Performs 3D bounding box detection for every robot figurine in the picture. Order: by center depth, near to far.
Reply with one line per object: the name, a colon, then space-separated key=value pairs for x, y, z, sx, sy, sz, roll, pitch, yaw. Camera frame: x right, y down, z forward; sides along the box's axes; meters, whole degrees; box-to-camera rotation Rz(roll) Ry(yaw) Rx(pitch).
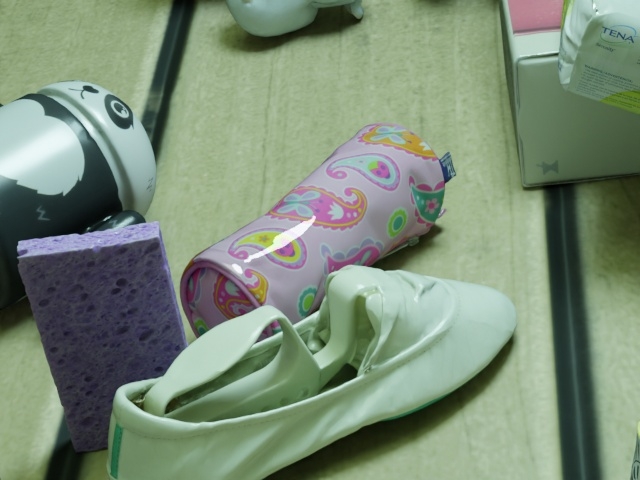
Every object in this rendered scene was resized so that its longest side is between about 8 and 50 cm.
robot figurine: x=-0.287 y=-0.044 z=1.889 sx=0.278 sy=0.209 sz=0.173 roll=-33 pitch=3 yaw=-31

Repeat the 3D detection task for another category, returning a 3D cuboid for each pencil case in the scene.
pencil case: x=0.000 y=0.000 z=1.805 sx=0.124 sy=0.124 sz=0.284 roll=18 pitch=41 yaw=36

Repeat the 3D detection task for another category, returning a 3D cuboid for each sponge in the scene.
sponge: x=-0.170 y=0.082 z=1.633 sx=0.117 sy=0.210 sz=0.031 roll=-10 pitch=34 yaw=1

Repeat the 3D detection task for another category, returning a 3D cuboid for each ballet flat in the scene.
ballet flat: x=0.000 y=0.099 z=1.636 sx=0.400 sy=0.139 sz=0.139 roll=-26 pitch=36 yaw=-24

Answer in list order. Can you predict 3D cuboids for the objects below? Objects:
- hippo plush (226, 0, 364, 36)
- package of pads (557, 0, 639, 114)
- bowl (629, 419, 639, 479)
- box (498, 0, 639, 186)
hippo plush: x=-0.029 y=-0.346 z=2.318 sx=0.294 sy=0.234 sz=0.236 roll=-28 pitch=65 yaw=-1
package of pads: x=0.337 y=-0.212 z=1.810 sx=0.229 sy=0.101 sz=0.296 roll=17 pitch=34 yaw=-1
bowl: x=0.284 y=0.205 z=1.416 sx=0.170 sy=0.080 sz=0.170 roll=25 pitch=17 yaw=-8
box: x=0.251 y=-0.179 z=1.980 sx=0.127 sy=0.148 sz=0.232 roll=-6 pitch=33 yaw=4
